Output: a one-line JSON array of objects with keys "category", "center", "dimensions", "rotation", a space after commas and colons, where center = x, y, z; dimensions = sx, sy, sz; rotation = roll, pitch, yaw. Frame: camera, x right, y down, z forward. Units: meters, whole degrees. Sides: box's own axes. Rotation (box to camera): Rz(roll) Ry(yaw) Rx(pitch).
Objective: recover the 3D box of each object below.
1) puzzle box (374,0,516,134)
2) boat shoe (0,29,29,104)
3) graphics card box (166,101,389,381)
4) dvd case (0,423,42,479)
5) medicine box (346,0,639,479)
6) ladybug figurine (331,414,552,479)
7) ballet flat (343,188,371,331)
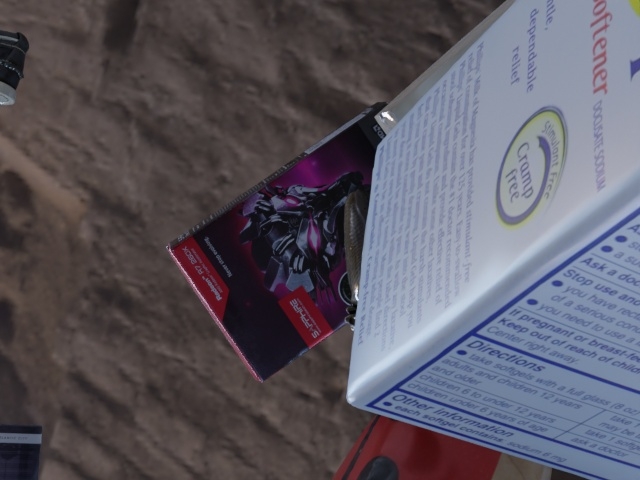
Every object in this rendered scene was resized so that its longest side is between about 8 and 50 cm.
[{"category": "puzzle box", "center": [0.291, -0.180, 1.784], "dimensions": [0.272, 0.409, 0.052], "rotation": [54, 159, -13]}, {"category": "boat shoe", "center": [-0.421, -0.205, 1.451], "dimensions": [0.233, 0.079, 0.084], "rotation": [12, 174, 15]}, {"category": "graphics card box", "center": [0.000, 0.000, 1.900], "dimensions": [0.233, 0.371, 0.094], "rotation": [57, 177, -7]}, {"category": "dvd case", "center": [-0.433, 0.335, 1.669], "dimensions": [0.164, 0.221, 0.018], "rotation": [5, 176, -23]}, {"category": "medicine box", "center": [0.195, -0.007, 0.567], "dimensions": [0.263, 0.289, 0.149], "rotation": [20, -125, -20]}, {"category": "ladybug figurine", "center": [0.064, 0.305, 1.241], "dimensions": [0.162, 0.305, 0.449], "rotation": [32, -117, -4]}, {"category": "ballet flat", "center": [0.048, 0.023, 1.275], "dimensions": [0.084, 0.058, 0.250], "rotation": [38, -161, -19]}]
